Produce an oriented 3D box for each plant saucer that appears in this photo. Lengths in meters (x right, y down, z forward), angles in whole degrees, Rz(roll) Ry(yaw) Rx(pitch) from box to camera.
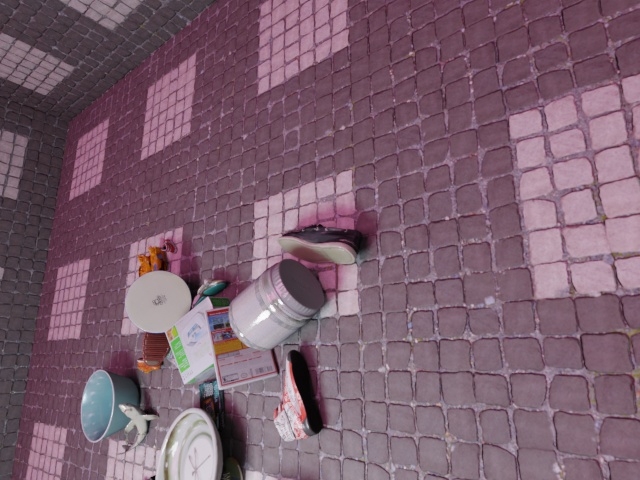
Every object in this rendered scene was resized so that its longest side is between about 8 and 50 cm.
[{"bbox_3d":[-0.452,0.818,1.512,0.401,0.101,0.400,-24,55,39],"label":"plant saucer"}]

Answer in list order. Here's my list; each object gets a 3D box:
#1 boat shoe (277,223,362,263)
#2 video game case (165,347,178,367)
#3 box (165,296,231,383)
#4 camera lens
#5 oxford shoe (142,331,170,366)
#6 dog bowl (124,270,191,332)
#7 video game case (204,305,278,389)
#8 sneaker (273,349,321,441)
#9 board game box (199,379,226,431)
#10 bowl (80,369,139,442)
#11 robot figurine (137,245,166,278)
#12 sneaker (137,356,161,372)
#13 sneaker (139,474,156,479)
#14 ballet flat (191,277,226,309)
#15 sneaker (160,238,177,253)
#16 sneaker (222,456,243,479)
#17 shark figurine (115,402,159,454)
[{"bbox_3d":[-0.002,-0.003,1.401,0.340,0.127,0.113,1,50,47],"label":"boat shoe"},{"bbox_3d":[-0.646,0.442,1.872,0.173,0.022,0.190,16,89,41],"label":"video game case"},{"bbox_3d":[-0.435,0.382,1.615,0.262,0.127,0.231,-37,65,19],"label":"box"},{"bbox_3d":[-0.152,0.217,1.390,0.274,0.219,0.219,-41,56,25],"label":"camera lens"},{"bbox_3d":[-0.725,0.383,1.884,0.130,0.123,0.348,-13,65,60],"label":"oxford shoe"},{"bbox_3d":[-0.685,0.262,1.784,0.104,0.265,0.264,145,128,-68],"label":"dog bowl"},{"bbox_3d":[-0.284,0.363,1.488,0.025,0.204,0.285,116,141,-53],"label":"video game case"},{"bbox_3d":[-0.100,0.504,1.358,0.145,0.090,0.270,-32,63,27],"label":"sneaker"},{"bbox_3d":[-0.421,0.645,1.629,0.126,0.026,0.186,-24,64,33],"label":"board game box"},{"bbox_3d":[-0.965,0.761,1.960,0.312,0.163,0.311,-12,71,38],"label":"bowl"},{"bbox_3d":[-0.821,0.186,2.043,0.211,0.085,0.290,-30,61,32],"label":"robot figurine"},{"bbox_3d":[-0.783,0.579,1.936,0.175,0.064,0.067,-6,95,44],"label":"sneaker"},{"bbox_3d":[-0.699,1.019,1.747,0.188,0.067,0.078,-18,46,37],"label":"sneaker"},{"bbox_3d":[-0.476,0.210,1.762,0.221,0.077,0.079,-44,51,27],"label":"ballet flat"},{"bbox_3d":[-0.750,0.021,2.039,0.118,0.067,0.042,35,101,40],"label":"sneaker"},{"bbox_3d":[-0.314,0.852,1.445,0.064,0.086,0.192,-38,57,26],"label":"sneaker"},{"bbox_3d":[-0.817,0.828,1.885,0.116,0.166,0.278,-132,50,-63],"label":"shark figurine"}]
